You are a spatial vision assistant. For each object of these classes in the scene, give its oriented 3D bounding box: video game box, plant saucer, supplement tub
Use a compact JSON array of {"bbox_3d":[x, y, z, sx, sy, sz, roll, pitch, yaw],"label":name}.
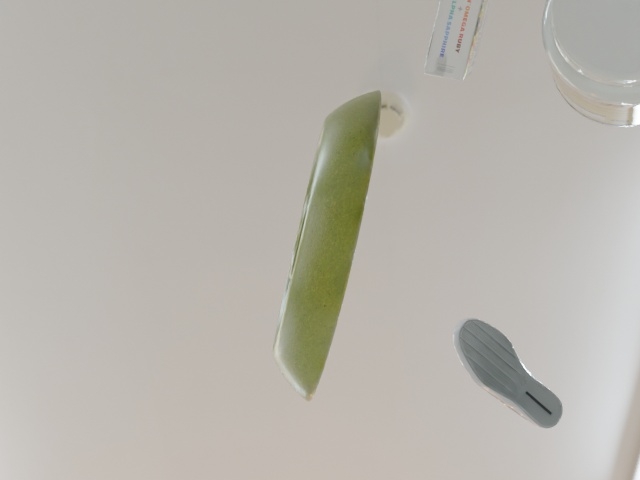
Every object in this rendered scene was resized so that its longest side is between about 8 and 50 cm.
[{"bbox_3d":[0.159,-0.269,0.923,0.048,0.205,0.187,12,-74,9],"label":"video game box"},{"bbox_3d":[0.000,0.000,0.662,0.037,0.241,0.240,13,-54,-2],"label":"plant saucer"},{"bbox_3d":[0.278,-0.186,0.786,0.145,0.200,0.144,0,-91,18],"label":"supplement tub"}]

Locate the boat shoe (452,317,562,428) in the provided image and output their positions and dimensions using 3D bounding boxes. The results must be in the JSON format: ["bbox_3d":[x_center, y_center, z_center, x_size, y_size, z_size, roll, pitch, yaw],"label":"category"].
[{"bbox_3d":[0.270,0.206,1.323,0.083,0.076,0.226,-46,-77,-16],"label":"boat shoe"}]
